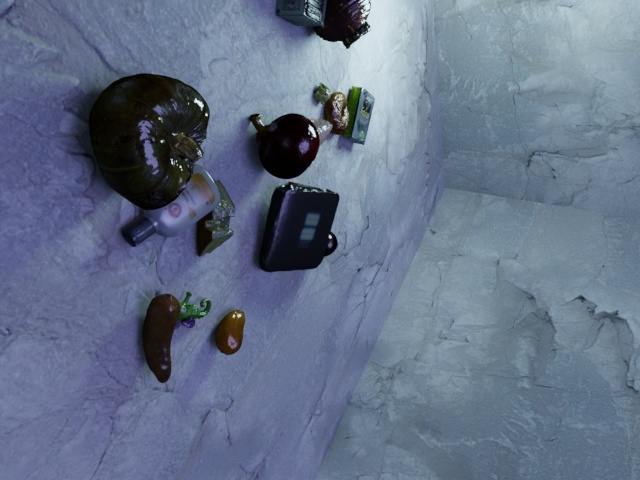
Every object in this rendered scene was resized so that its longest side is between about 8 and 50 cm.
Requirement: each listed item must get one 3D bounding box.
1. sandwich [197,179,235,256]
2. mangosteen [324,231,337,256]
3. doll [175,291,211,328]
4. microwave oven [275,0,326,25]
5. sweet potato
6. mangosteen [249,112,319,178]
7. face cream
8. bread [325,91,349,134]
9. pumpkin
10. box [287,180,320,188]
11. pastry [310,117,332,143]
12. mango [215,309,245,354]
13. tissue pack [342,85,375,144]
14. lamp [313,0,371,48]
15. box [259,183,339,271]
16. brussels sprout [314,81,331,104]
[{"bbox_3d":[-0.327,-0.062,1.449,0.090,0.088,0.245,-11,112,-57],"label":"sandwich"},{"bbox_3d":[0.000,0.000,2.064,0.151,0.137,0.137,52,53,-28],"label":"mangosteen"},{"bbox_3d":[-0.411,0.219,1.464,0.190,0.050,0.115,21,91,-64],"label":"doll"},{"bbox_3d":[-0.054,-0.849,1.572,0.162,0.122,0.208,-15,115,-61],"label":"microwave oven"},{"bbox_3d":[-0.463,0.278,1.345,0.097,0.097,0.292,-20,126,-58],"label":"sweet potato"},{"bbox_3d":[-0.135,-0.339,1.592,0.261,0.235,0.236,31,69,-17],"label":"mangosteen"},{"bbox_3d":[-0.409,-0.088,1.280,0.291,0.071,0.144,-42,118,-35],"label":"face cream"},{"bbox_3d":[0.078,-0.551,2.029,0.193,0.063,0.193,-35,130,-56],"label":"bread"},{"bbox_3d":[-0.395,-0.247,1.077,0.232,0.241,0.325,43,59,-69],"label":"pumpkin"},{"bbox_3d":[-0.061,-0.210,1.924,0.218,0.055,0.040,1,104,-62],"label":"box"},{"bbox_3d":[-0.035,-0.412,1.824,0.265,0.112,0.103,-36,143,-50],"label":"pastry"},{"bbox_3d":[-0.323,0.322,1.649,0.105,0.084,0.160,36,48,-44],"label":"mango"},{"bbox_3d":[0.179,-0.582,2.192,0.173,0.073,0.236,8,96,-64],"label":"tissue pack"},{"bbox_3d":[0.081,-0.835,1.717,0.247,0.246,0.247,-36,132,-52],"label":"lamp"},{"bbox_3d":[-0.081,-0.044,1.841,0.359,0.091,0.351,-1,112,-49],"label":"box"},{"bbox_3d":[0.014,-0.591,1.897,0.085,0.058,0.085,23,90,-78],"label":"brussels sprout"}]
